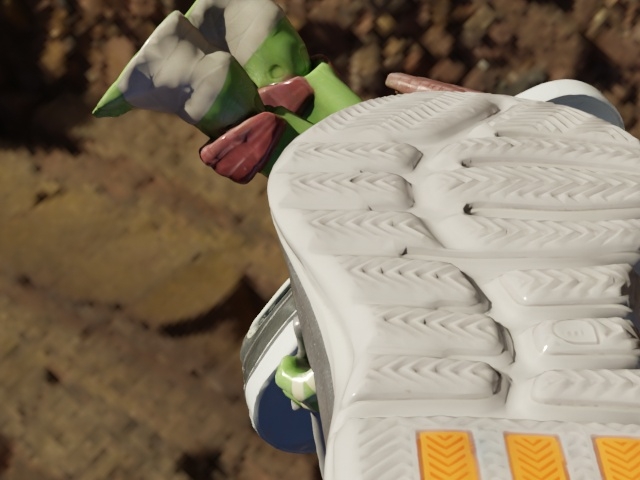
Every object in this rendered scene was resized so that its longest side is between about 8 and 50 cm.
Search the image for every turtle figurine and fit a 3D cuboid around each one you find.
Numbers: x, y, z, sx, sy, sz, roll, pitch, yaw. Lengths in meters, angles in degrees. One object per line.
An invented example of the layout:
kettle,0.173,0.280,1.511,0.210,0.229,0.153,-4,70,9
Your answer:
turtle figurine,0.000,0.000,1.018,0.266,0.198,0.275,41,154,-2

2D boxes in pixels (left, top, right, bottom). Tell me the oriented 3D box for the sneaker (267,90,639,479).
sneaker,0.040,0.083,0.553,0.124,0.321,0.180,4,118,3

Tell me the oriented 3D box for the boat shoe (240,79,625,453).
boat shoe,0.062,0.002,1.209,0.113,0.105,0.306,27,114,-29
